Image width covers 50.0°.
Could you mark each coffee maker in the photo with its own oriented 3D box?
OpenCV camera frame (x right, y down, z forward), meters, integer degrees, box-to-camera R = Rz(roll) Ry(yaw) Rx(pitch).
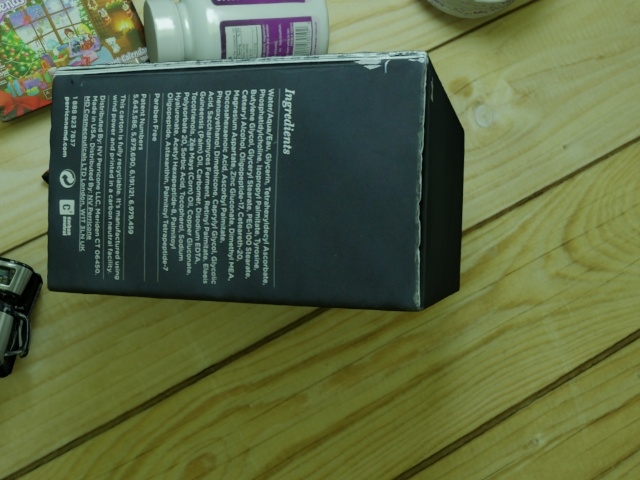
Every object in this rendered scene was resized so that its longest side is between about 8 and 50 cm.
[{"bbox_3d":[-0.552,0.130,1.153,0.120,0.171,0.178,26,60,-30],"label":"coffee maker"}]

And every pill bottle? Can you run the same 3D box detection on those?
[{"bbox_3d":[-0.150,-0.369,1.213,0.301,0.169,0.169,-10,90,-20],"label":"pill bottle"}]

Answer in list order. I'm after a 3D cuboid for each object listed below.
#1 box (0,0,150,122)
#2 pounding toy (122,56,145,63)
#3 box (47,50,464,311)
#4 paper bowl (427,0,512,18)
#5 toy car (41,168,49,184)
[{"bbox_3d":[-0.461,-0.354,1.201,0.293,0.057,0.201,-26,107,-12],"label":"box"},{"bbox_3d":[-0.325,-0.249,1.222,0.130,0.141,0.100,-24,93,3],"label":"pounding toy"},{"bbox_3d":[-0.048,-0.065,1.003,0.472,0.480,0.297,0,89,17],"label":"box"},{"bbox_3d":[0.292,-0.577,1.337,0.284,0.148,0.284,1,87,-11],"label":"paper bowl"},{"bbox_3d":[-0.435,-0.102,1.241,0.122,0.060,0.040,34,37,-24],"label":"toy car"}]
